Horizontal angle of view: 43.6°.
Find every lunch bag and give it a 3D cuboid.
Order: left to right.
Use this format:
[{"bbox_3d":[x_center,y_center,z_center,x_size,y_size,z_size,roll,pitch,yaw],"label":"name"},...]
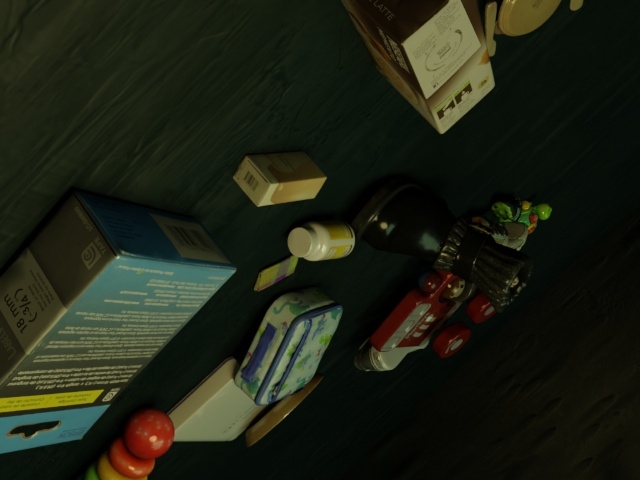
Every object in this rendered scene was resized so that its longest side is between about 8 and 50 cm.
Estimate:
[{"bbox_3d":[-0.060,0.198,1.494,0.176,0.090,0.218,-7,128,-57],"label":"lunch bag"}]

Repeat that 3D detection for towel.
[{"bbox_3d":[-0.074,0.053,1.350,0.083,0.009,0.060,-28,154,-31],"label":"towel"}]

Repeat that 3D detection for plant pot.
[{"bbox_3d":[-0.088,0.375,1.821,0.236,0.032,0.236,-42,178,-2],"label":"plant pot"}]

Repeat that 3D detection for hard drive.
[{"bbox_3d":[-0.185,0.335,1.655,0.210,0.040,0.319,-43,158,4],"label":"hard drive"}]

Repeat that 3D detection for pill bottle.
[{"bbox_3d":[0.000,0.000,1.297,0.065,0.065,0.116,-52,156,25],"label":"pill bottle"}]

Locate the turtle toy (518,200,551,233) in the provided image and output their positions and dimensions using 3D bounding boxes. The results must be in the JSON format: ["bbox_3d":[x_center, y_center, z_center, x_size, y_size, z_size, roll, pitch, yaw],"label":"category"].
[{"bbox_3d":[0.527,-0.055,2.039,0.130,0.066,0.095,-40,158,-3],"label":"turtle toy"}]

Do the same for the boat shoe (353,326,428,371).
[{"bbox_3d":[0.183,0.257,2.040,0.102,0.108,0.301,-17,-172,35],"label":"boat shoe"}]

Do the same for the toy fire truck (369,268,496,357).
[{"bbox_3d":[0.273,0.145,1.881,0.254,0.169,0.302,4,130,-54],"label":"toy fire truck"}]

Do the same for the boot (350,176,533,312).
[{"bbox_3d":[0.228,0.014,1.423,0.348,0.260,0.131,-3,131,-58],"label":"boot"}]

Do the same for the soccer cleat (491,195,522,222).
[{"bbox_3d":[0.445,-0.079,1.892,0.072,0.060,0.179,-58,159,-2],"label":"soccer cleat"}]

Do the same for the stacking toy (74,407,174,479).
[{"bbox_3d":[-0.372,0.432,1.447,0.330,0.141,0.141,-53,155,14],"label":"stacking toy"}]

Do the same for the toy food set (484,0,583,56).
[{"bbox_3d":[0.306,-0.355,1.178,0.192,0.038,0.132,-30,149,-11],"label":"toy food set"}]

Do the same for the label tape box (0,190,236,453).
[{"bbox_3d":[-0.294,0.108,0.970,0.333,0.106,0.241,-46,158,13],"label":"label tape box"}]

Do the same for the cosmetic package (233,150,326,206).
[{"bbox_3d":[-0.052,-0.084,1.065,0.115,0.060,0.041,-14,146,-50],"label":"cosmetic package"}]

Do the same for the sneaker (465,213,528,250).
[{"bbox_3d":[0.375,-0.010,1.803,0.225,0.088,0.092,-10,139,-22],"label":"sneaker"}]

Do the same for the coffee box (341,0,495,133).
[{"bbox_3d":[0.111,-0.243,0.925,0.098,0.141,0.246,-42,158,4],"label":"coffee box"}]
